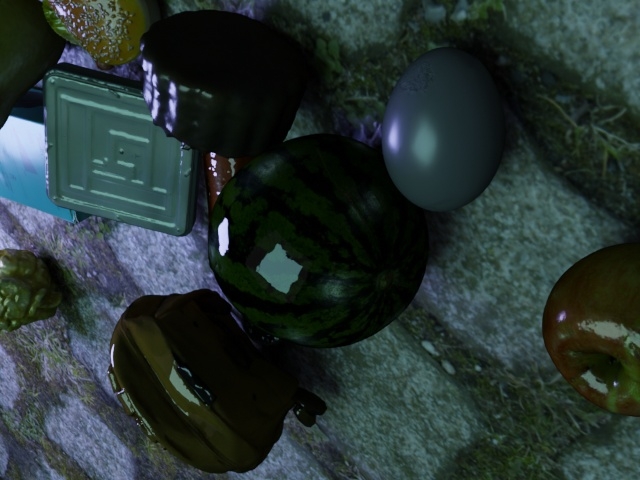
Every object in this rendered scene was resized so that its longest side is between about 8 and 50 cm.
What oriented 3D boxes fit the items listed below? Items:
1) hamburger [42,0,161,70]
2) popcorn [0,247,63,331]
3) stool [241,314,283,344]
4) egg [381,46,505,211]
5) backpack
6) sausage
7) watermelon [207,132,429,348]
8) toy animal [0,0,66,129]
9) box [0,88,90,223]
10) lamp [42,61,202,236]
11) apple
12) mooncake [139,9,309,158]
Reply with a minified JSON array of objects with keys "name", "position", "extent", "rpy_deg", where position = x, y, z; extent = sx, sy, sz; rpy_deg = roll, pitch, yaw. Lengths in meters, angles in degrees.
[{"name":"hamburger","position":[-0.345,-0.370,1.403],"extent":[0.173,0.116,0.210],"rpy_deg":[-27,100,48]},{"name":"popcorn","position":[-0.676,0.107,1.985],"extent":[0.187,0.167,0.186],"rpy_deg":[-31,61,29]},{"name":"stool","position":[-0.074,0.119,1.462],"extent":[0.096,0.110,0.096],"rpy_deg":[3,99,21]},{"name":"egg","position":[0.146,-0.129,1.074],"extent":[0.146,0.146,0.199],"rpy_deg":[22,121,32]},{"name":"backpack","position":[-0.181,0.225,1.470],"extent":[0.201,0.378,0.353],"rpy_deg":[-43,90,9]},{"name":"sausage","position":[-0.126,-0.056,1.417],"extent":[0.102,0.102,0.331],"rpy_deg":[24,129,30]},{"name":"watermelon","position":[0.000,0.000,1.198],"extent":[0.285,0.285,0.285],"rpy_deg":[23,130,31]},{"name":"toy animal","position":[-0.581,-0.261,1.521],"extent":[0.180,0.363,0.181],"rpy_deg":[30,167,15]},{"name":"box","position":[-0.536,-0.172,1.709],"extent":[0.311,0.118,0.205],"rpy_deg":[16,130,36]},{"name":"lamp","position":[-0.329,-0.145,1.506],"extent":[0.266,0.047,0.269],"rpy_deg":[14,127,4]},{"name":"apple","position":[0.353,0.093,1.006],"extent":[0.195,0.196,0.196],"rpy_deg":[23,130,31]},{"name":"mooncake","position":[-0.135,-0.213,1.230],"extent":[0.228,0.228,0.124],"rpy_deg":[36,136,21]}]
